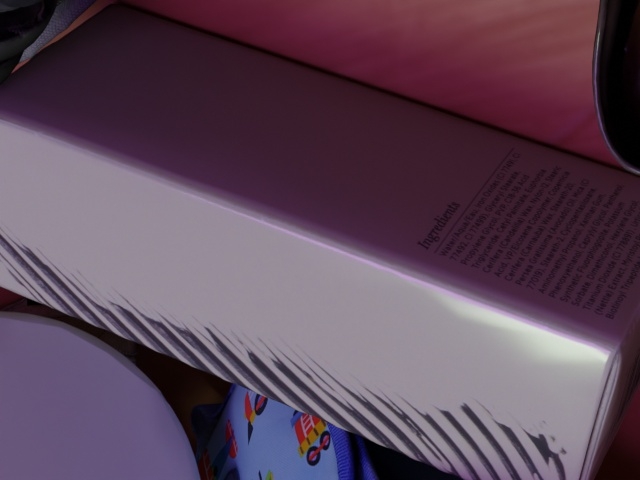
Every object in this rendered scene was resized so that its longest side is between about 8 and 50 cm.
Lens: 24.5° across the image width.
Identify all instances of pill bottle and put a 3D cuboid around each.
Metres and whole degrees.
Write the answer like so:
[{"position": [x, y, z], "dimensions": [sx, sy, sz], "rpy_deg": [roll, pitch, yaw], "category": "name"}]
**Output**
[{"position": [-0.209, 0.184, 0.755], "dimensions": [0.204, 0.204, 0.361], "rpy_deg": [44, 140, -2], "category": "pill bottle"}]

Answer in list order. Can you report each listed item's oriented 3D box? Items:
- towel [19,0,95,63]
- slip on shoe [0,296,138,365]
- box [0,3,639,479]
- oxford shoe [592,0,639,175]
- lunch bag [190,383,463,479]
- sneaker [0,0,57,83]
[{"position": [-0.173, -0.236, 0.596], "dimensions": [0.312, 0.056, 0.324], "rpy_deg": [-25, 103, 36], "category": "towel"}, {"position": [-0.150, 0.047, 0.770], "dimensions": [0.135, 0.051, 0.041], "rpy_deg": [2, 81, 39], "category": "slip on shoe"}, {"position": [0.000, 0.000, 0.602], "dimensions": [0.275, 0.113, 0.094], "rpy_deg": [21, 130, 19], "category": "box"}, {"position": [0.135, -0.116, 0.455], "dimensions": [0.082, 0.096, 0.227], "rpy_deg": [18, 126, 22], "category": "oxford shoe"}, {"position": [0.014, 0.170, 0.651], "dimensions": [0.293, 0.138, 0.221], "rpy_deg": [56, 134, 43], "category": "lunch bag"}, {"position": [-0.094, -0.107, 0.535], "dimensions": [0.295, 0.104, 0.147], "rpy_deg": [23, 128, 22], "category": "sneaker"}]
